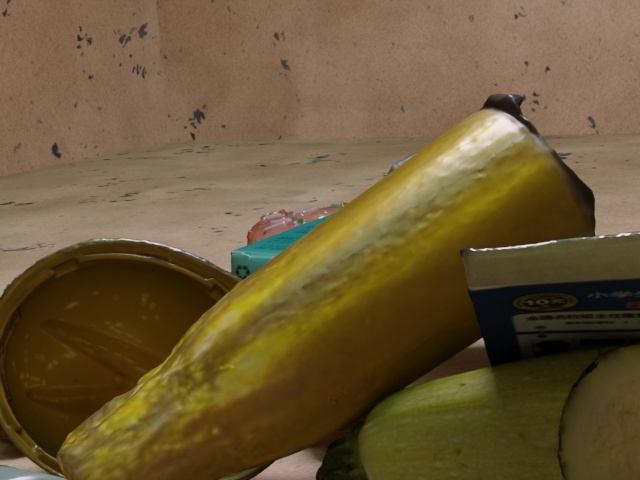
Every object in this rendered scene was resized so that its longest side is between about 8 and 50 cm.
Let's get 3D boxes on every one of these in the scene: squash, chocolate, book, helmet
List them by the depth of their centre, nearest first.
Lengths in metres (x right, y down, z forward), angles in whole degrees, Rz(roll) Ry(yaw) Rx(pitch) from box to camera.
[{"bbox_3d":[0.108,0.143,1.245,0.288,0.137,0.137,-5,8,26],"label":"squash"},{"bbox_3d":[0.268,0.069,1.275,0.300,0.039,0.428,-4,-18,8],"label":"book"},{"bbox_3d":[-0.003,0.061,1.327,0.445,0.162,0.162,-33,17,-14],"label":"chocolate"},{"bbox_3d":[-0.152,0.112,1.436,0.257,0.205,0.140,13,-12,-8],"label":"helmet"}]

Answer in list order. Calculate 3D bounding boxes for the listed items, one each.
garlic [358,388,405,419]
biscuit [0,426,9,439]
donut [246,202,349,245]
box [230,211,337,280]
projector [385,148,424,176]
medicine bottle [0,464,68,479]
[{"bbox_3d":[0.023,0.100,1.488,0.099,0.124,0.174,-6,-35,-19],"label":"garlic"},{"bbox_3d":[-0.213,0.156,1.584,0.236,0.039,0.180,2,10,34],"label":"biscuit"},{"bbox_3d":[0.000,0.000,2.289,0.199,0.085,0.233,2,10,44],"label":"donut"},{"bbox_3d":[0.066,0.041,1.887,0.205,0.118,0.311,4,13,27],"label":"box"},{"bbox_3d":[0.174,0.020,1.676,0.257,0.099,0.192,35,20,9],"label":"projector"},{"bbox_3d":[-0.222,0.197,0.962,0.318,0.158,0.158,3,12,39],"label":"medicine bottle"}]
